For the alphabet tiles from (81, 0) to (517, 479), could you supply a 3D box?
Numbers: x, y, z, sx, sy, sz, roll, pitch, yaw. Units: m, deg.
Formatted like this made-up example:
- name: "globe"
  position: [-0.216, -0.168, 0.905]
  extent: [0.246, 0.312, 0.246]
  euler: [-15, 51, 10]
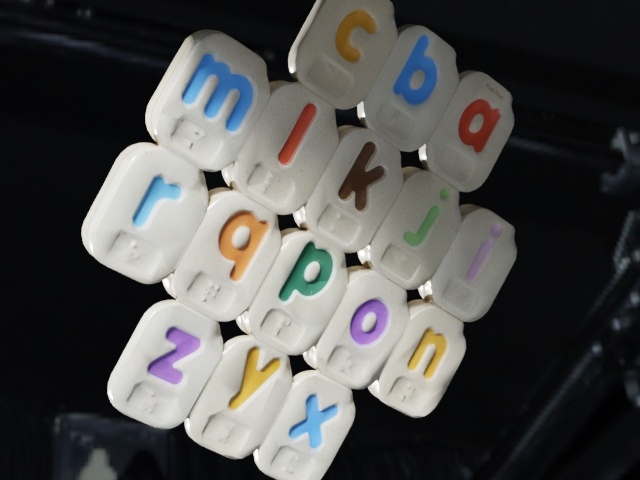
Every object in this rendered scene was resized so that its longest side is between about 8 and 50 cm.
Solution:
- name: "alphabet tiles"
  position: [0.000, 0.000, 0.825]
  extent: [0.284, 0.021, 0.278]
  euler: [30, -93, -37]
